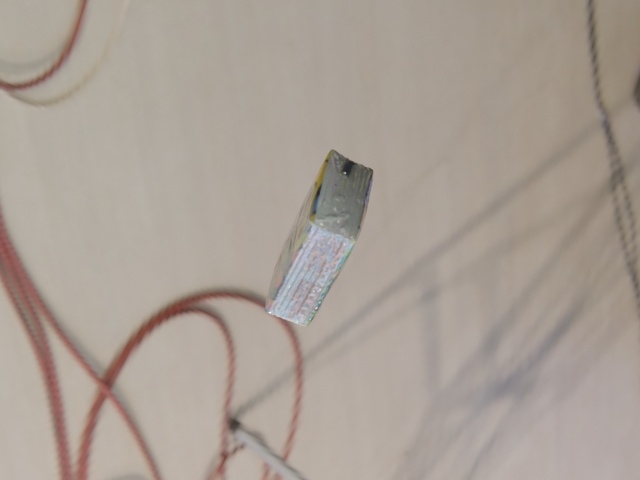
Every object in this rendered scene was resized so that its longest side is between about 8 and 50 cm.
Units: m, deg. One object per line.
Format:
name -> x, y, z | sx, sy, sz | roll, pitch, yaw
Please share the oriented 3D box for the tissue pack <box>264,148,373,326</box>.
tissue pack -> 0.000, 0.000, 0.881 | 0.083, 0.035, 0.063 | 116, -9, -46
